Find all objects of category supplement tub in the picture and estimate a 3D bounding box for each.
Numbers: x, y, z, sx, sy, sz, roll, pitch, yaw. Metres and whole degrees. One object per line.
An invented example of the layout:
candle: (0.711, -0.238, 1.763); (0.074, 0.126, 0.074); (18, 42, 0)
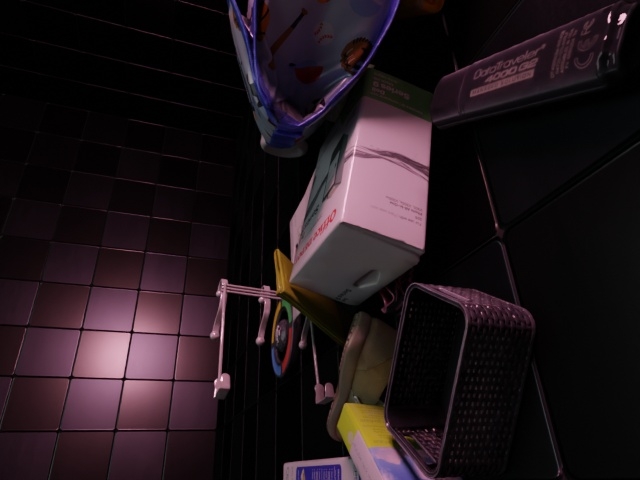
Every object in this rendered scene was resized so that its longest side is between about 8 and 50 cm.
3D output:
supplement tub: (-0.100, -0.365, 1.327); (0.144, 0.144, 0.199); (162, 114, -70)

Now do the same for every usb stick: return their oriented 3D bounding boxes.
usb stick: (0.209, -0.174, 0.482); (0.278, 0.045, 0.077); (-161, 86, -72)

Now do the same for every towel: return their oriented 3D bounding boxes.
towel: (-0.002, 0.115, 0.753); (0.021, 0.237, 0.102); (-34, 37, 14)

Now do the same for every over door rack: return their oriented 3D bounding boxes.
over door rack: (-0.123, 0.234, 0.999); (0.324, 0.239, 0.108); (-106, 31, -52)

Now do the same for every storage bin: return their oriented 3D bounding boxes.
storage bin: (0.144, 0.146, 0.482); (0.122, 0.084, 0.180); (-155, 73, -71)

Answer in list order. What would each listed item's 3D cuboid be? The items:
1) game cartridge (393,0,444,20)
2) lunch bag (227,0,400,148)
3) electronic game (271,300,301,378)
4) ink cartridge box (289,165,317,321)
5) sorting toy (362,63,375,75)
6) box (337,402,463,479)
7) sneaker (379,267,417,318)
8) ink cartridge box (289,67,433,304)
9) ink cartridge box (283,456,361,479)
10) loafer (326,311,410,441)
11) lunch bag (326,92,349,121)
game cartridge: (0.162, -0.541, 0.776); (0.323, 0.053, 0.285); (-119, 40, -65)
lunch bag: (-0.019, -0.343, 0.703); (0.328, 0.239, 0.385); (-134, 60, -79)
electronic game: (-0.102, 0.266, 1.229); (0.229, 0.048, 0.229); (-172, 90, -72)
ink cartridge box: (0.000, 0.000, 1.002); (0.261, 0.066, 0.296); (120, 152, -50)
sorting toy: (0.098, -0.340, 0.930); (0.083, 0.012, 0.062); (-118, 40, -61)
box: (0.099, 0.267, 0.525); (0.178, 0.109, 0.042); (-133, 57, -67)
sneaker: (0.109, 0.061, 0.665); (0.047, 0.057, 0.119); (121, 151, -56)
ink cartridge box: (0.063, -0.076, 0.671); (0.211, 0.121, 0.289); (128, 157, -55)
ink cartridge box: (0.019, 0.420, 0.664); (0.332, 0.065, 0.165); (129, 146, -56)
loafer: (0.071, 0.224, 0.658); (0.102, 0.092, 0.268); (-60, -20, -47)
lunch bag: (-0.071, -0.448, 1.097); (0.305, 0.256, 0.212); (-106, 30, -51)
